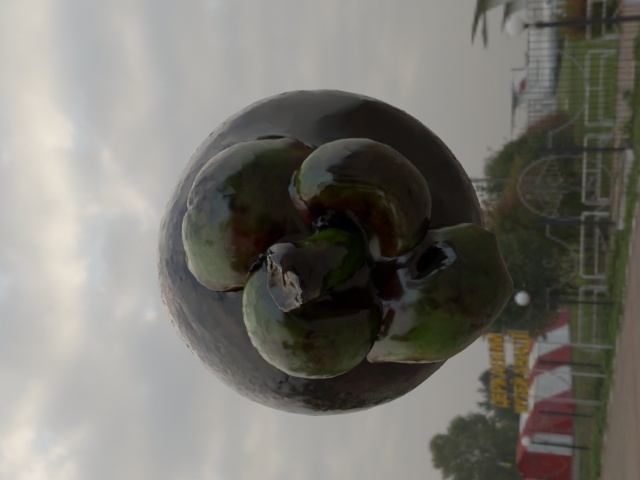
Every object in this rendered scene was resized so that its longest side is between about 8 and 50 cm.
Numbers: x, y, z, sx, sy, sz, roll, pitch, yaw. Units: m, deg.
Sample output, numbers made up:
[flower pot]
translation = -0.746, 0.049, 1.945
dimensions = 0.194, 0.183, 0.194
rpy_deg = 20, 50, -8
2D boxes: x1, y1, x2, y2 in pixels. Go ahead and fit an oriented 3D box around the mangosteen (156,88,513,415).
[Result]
[mangosteen]
translation = 0.001, 0.010, 0.623
dimensions = 0.311, 0.312, 0.310
rpy_deg = 2, -90, -72
